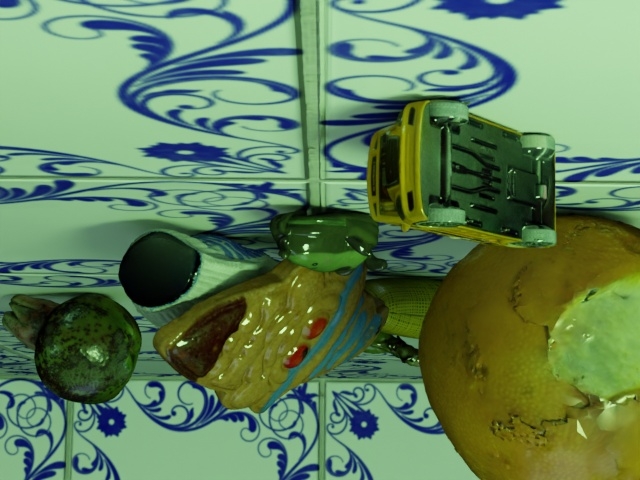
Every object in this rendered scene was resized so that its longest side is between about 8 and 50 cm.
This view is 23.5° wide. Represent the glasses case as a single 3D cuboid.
[{"bbox_3d":[0.130,0.074,1.583,0.234,0.064,0.079,8,-177,-34],"label":"glasses case"}]

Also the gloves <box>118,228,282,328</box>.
[{"bbox_3d":[-0.087,0.041,1.315,0.119,0.097,0.229,-31,149,14],"label":"gloves"}]

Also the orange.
[{"bbox_3d":[0.195,0.096,1.197,0.240,0.240,0.240,1,171,0],"label":"orange"}]

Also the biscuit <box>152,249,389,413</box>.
[{"bbox_3d":[-0.032,0.077,1.311,0.043,0.183,0.280,39,-157,29],"label":"biscuit"}]

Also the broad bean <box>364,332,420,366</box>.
[{"bbox_3d":[-0.032,0.077,1.550,0.292,0.049,0.144,13,-169,-34],"label":"broad bean"}]

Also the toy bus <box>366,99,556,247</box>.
[{"bbox_3d":[0.080,-0.035,0.903,0.074,0.070,0.162,-3,171,35],"label":"toy bus"}]

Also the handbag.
[{"bbox_3d":[0.000,0.000,1.192,0.072,0.047,0.111,-8,170,37],"label":"handbag"}]

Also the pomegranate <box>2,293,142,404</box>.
[{"bbox_3d":[-0.274,0.106,1.731,0.125,0.163,0.138,-42,175,14],"label":"pomegranate"}]
